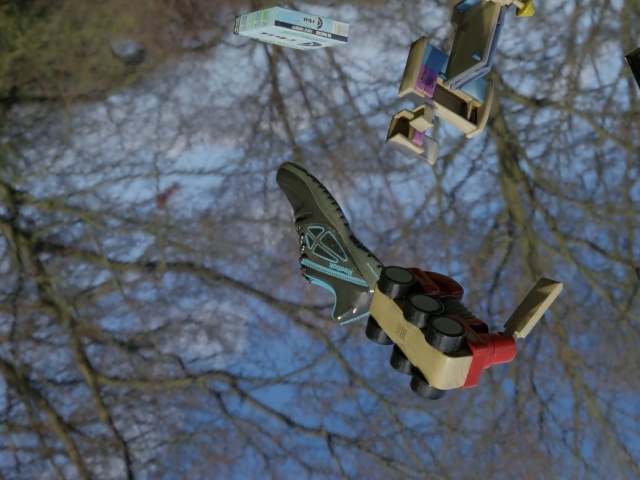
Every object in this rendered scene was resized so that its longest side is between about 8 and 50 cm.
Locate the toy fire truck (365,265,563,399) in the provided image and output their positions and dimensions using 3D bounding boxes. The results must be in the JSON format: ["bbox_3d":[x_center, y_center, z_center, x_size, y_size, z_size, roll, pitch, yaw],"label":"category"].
[{"bbox_3d":[0.226,0.114,1.644,0.246,0.158,0.217,-3,-149,-29],"label":"toy fire truck"}]

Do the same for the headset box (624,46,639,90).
[{"bbox_3d":[0.558,-0.231,1.358,0.283,0.131,0.246,-33,-163,20],"label":"headset box"}]

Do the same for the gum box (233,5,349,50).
[{"bbox_3d":[-0.058,-0.404,2.038,0.157,0.041,0.184,7,-179,-28],"label":"gum box"}]

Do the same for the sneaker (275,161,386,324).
[{"bbox_3d":[0.000,0.000,1.997,0.140,0.341,0.125,-36,161,3],"label":"sneaker"}]

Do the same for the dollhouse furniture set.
[{"bbox_3d":[0.321,-0.315,2.134,0.303,0.198,0.286,-26,-137,56],"label":"dollhouse furniture set"}]
